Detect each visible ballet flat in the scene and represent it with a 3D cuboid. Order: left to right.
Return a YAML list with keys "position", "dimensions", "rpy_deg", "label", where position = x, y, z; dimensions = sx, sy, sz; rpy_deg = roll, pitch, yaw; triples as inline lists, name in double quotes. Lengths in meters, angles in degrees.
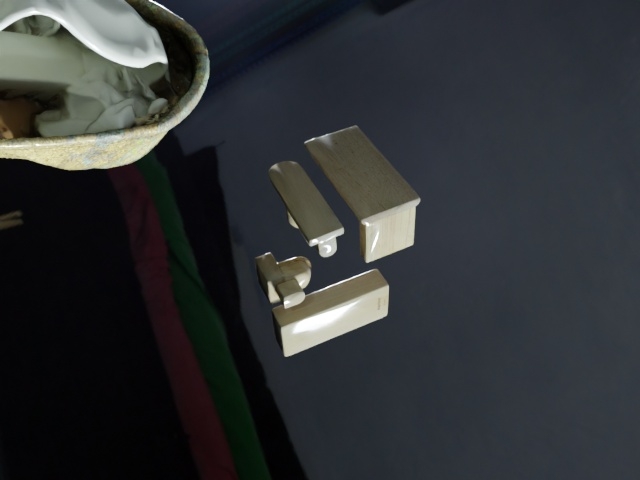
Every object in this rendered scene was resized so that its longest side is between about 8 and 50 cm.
- position: [-0.183, -0.086, 0.288]
  dimensions: [0.348, 0.123, 0.123]
  rpy_deg: [-12, -106, -57]
  label: "ballet flat"

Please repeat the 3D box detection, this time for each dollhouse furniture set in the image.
- position: [0.000, 0.000, 0.645]
  dimensions: [0.151, 0.144, 0.123]
  rpy_deg: [86, 158, -46]
  label: "dollhouse furniture set"
